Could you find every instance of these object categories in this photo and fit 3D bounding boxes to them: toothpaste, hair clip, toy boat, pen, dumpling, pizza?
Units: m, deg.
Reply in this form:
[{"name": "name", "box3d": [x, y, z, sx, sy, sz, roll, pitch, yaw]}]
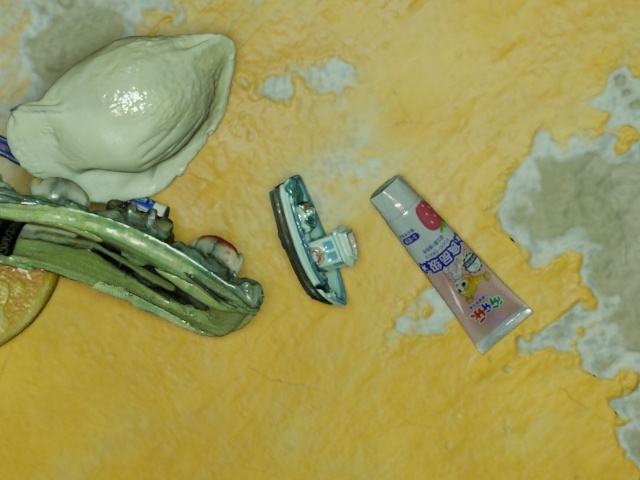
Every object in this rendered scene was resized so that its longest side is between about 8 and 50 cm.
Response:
[{"name": "toothpaste", "box3d": [0.124, 0.021, 1.524, 0.067, 0.043, 0.194, -40, 99, 5]}, {"name": "hair clip", "box3d": [-0.209, 0.000, 1.493, 0.321, 0.138, 0.091, 21, 63, -14]}, {"name": "toy boat", "box3d": [0.000, 0.000, 1.517, 0.066, 0.059, 0.140, -16, 99, 24]}, {"name": "pen", "box3d": [-0.247, -0.063, 1.547, 0.204, 0.025, 0.025, 24, 99, 1]}, {"name": "dumpling", "box3d": [-0.177, -0.117, 1.489, 0.126, 0.166, 0.216, 27, 59, 36]}, {"name": "pizza", "box3d": [-0.331, 0.031, 1.557, 0.131, 0.041, 0.178, 18, 101, -5]}]
